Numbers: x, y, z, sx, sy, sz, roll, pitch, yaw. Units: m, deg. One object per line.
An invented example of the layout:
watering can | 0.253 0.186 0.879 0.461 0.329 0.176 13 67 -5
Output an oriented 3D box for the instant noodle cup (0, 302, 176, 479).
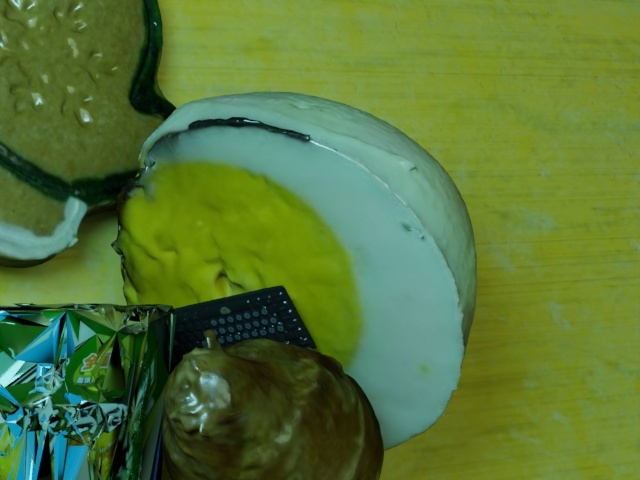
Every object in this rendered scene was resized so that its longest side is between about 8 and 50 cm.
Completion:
instant noodle cup | -0.221 0.138 1.166 0.240 0.240 0.178 1 86 -28

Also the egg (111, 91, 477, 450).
egg | 0.000 0.000 1.288 0.337 0.337 0.201 45 43 -10

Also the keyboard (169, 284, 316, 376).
keyboard | -0.096 0.080 1.257 0.063 0.198 0.010 62 36 -21

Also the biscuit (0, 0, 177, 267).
biscuit | -0.225 -0.126 1.299 0.287 0.057 0.343 38 54 -24

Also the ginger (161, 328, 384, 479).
ginger | -0.056 0.220 1.159 0.274 0.153 0.357 -43 142 -53
